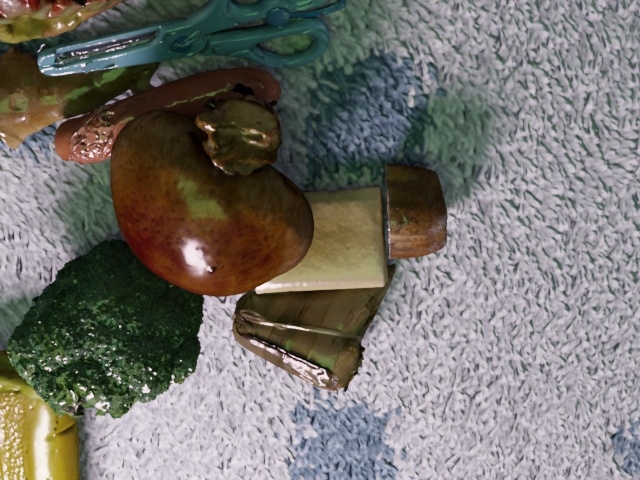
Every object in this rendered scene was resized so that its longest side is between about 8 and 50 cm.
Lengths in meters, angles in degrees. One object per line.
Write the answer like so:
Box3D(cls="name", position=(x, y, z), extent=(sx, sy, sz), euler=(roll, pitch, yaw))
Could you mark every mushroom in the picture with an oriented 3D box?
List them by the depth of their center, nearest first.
Box3D(cls="mushroom", position=(-0.134, -0.054, 1.497), extent=(0.263, 0.195, 0.283), euler=(25, 127, 9))

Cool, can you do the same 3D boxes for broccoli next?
Box3D(cls="broccoli", position=(-0.286, 0.134, 1.669), extent=(0.270, 0.269, 0.270), euler=(8, 144, 3))

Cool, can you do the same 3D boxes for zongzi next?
Box3D(cls="zongzi", position=(-0.011, 0.088, 1.687), extent=(0.195, 0.099, 0.197), euler=(25, 89, 7))

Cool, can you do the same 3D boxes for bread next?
Box3D(cls="bread", position=(0.000, 0.000, 1.643), extent=(0.178, 0.060, 0.139), euler=(-1, 88, 9))
Box3D(cls="bread", position=(-0.430, 0.332, 1.812), extent=(0.166, 0.112, 0.383), euler=(6, 115, 11))

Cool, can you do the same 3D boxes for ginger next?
Box3D(cls="ginger", position=(-0.339, -0.212, 1.600), extent=(0.295, 0.086, 0.131), euler=(-20, 96, 5))

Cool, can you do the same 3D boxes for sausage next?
Box3D(cls="sausage", position=(-0.198, -0.163, 1.564), extent=(0.304, 0.078, 0.078), euler=(-17, 110, 8))

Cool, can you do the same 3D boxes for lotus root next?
Box3D(cls="lotus root", position=(0.119, -0.042, 1.599), extent=(0.081, 0.112, 0.122), euler=(-8, 143, 0))

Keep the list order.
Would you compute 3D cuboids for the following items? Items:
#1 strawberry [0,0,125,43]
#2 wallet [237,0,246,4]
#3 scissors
Box3D(cls="strawberry", position=(-0.357, -0.408, 1.435), extent=(0.292, 0.292, 0.343), euler=(-14, 90, 12))
Box3D(cls="wallet", position=(-0.120, -0.386, 1.524), extent=(0.124, 0.032, 0.183), euler=(-28, 107, 17))
Box3D(cls="scissors", position=(-0.161, -0.256, 1.519), extent=(0.393, 0.032, 0.180), euler=(-10, 143, 3))
